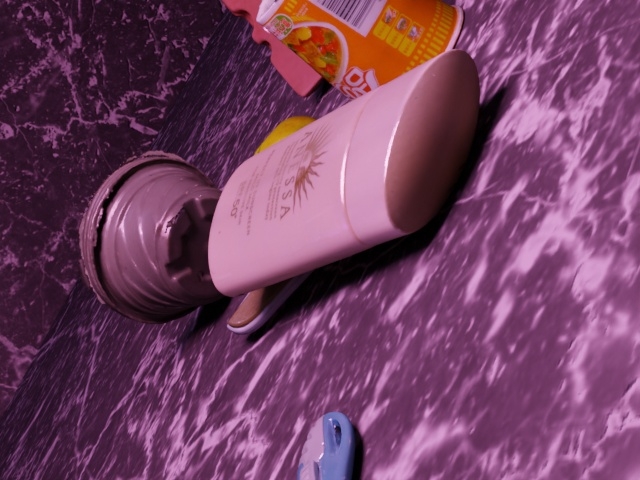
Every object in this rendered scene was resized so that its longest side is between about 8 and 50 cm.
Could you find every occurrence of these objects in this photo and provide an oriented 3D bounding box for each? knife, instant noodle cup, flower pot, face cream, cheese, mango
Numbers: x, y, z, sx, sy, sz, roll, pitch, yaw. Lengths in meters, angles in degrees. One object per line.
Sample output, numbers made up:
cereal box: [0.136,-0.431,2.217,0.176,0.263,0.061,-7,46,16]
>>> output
knife: [0.004,0.195,0.770,0.064,0.031,0.222,-49,19,19]
instant noodle cup: [0.034,-0.238,1.197,0.168,0.185,0.168,-52,17,23]
flower pot: [-0.183,0.002,1.420,0.140,0.235,0.235,5,62,48]
face cream: [0.011,-0.052,1.048,0.348,0.081,0.174,-21,48,54]
cheese: [-0.016,-0.309,1.565,0.128,0.202,0.177,-43,53,39]
knife: [0.000,-0.001,1.145,0.343,0.027,0.061,-48,35,29]
mango: [-0.038,-0.099,1.334,0.117,0.089,0.163,-58,15,0]
